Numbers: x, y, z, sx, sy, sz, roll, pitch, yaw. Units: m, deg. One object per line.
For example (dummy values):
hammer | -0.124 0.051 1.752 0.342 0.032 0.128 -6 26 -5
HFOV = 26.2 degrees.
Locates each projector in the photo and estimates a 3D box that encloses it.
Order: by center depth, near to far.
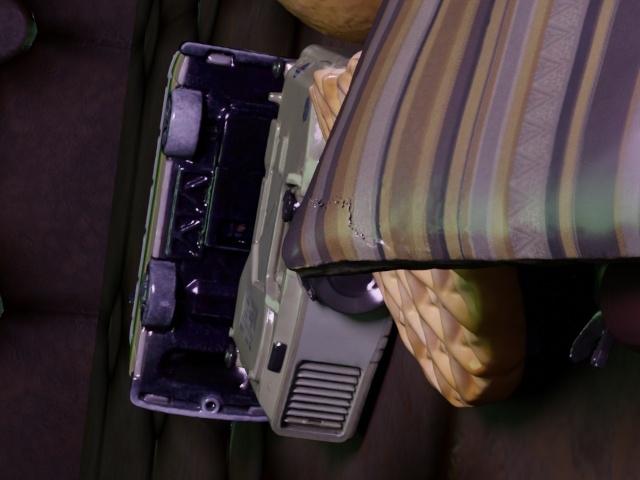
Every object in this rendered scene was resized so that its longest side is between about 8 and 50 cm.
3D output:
projector | 0.000 0.000 0.986 0.193 0.088 0.269 -133 52 -73

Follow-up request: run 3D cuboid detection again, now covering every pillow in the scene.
pillow | 0.090 -0.080 0.508 0.212 0.052 0.208 -3 58 50

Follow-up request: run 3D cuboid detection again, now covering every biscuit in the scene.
biscuit | 0.048 -0.007 0.743 0.309 0.040 0.204 -147 37 -81

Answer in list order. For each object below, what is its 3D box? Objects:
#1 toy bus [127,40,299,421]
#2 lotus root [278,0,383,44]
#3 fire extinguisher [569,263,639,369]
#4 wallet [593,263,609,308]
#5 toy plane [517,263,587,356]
toy bus | -0.082 -0.014 1.180 0.179 0.143 0.305 -135 52 -73
lotus root | 0.006 -0.210 0.751 0.146 0.131 0.303 -62 -41 -33
fire extinguisher | 0.134 0.015 0.454 0.078 0.045 0.157 -61 12 -5
wallet | 0.175 -0.017 0.458 0.321 0.044 0.170 -148 64 -73
toy plane | 0.108 -0.061 0.701 0.096 0.060 0.235 108 162 -78
